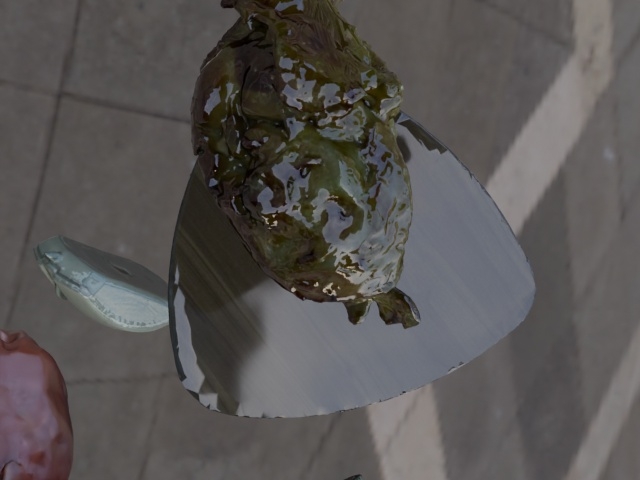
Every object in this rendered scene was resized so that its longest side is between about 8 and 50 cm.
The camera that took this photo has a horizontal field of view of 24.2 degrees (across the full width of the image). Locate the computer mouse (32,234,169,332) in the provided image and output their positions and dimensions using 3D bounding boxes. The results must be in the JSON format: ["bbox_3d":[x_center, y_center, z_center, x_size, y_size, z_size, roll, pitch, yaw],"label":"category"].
[{"bbox_3d":[-0.194,0.045,1.335,0.056,0.089,0.181,-59,147,3],"label":"computer mouse"}]

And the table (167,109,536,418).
[{"bbox_3d":[0.000,0.000,1.383,0.249,0.317,0.317,-78,174,-77],"label":"table"}]

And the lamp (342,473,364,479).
[{"bbox_3d":[-0.109,0.201,0.751,0.047,0.266,0.269,62,11,7],"label":"lamp"}]

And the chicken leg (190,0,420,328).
[{"bbox_3d":[-0.021,-0.117,1.003,0.211,0.140,0.361,72,6,-52],"label":"chicken leg"}]

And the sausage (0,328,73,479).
[{"bbox_3d":[-0.235,0.135,0.755,0.152,0.279,0.152,31,39,-29],"label":"sausage"}]
